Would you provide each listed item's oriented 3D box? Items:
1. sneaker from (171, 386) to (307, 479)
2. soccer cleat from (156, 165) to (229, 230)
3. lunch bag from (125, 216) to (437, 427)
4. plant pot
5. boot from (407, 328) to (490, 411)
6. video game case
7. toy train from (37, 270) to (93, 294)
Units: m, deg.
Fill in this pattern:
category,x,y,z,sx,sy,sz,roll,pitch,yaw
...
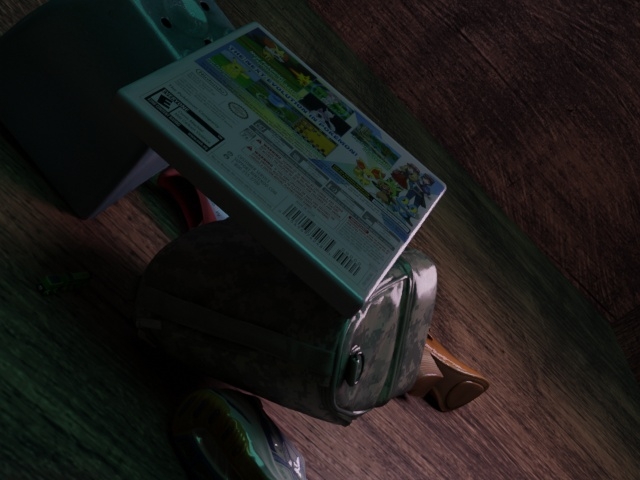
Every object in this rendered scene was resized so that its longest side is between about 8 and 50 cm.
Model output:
category,x,y,z,sx,sy,sz,roll,pitch,yaw
sneaker,-0.042,0.286,0.926,0.296,0.112,0.131,58,21,21
soccer cleat,-0.133,0.008,1.278,0.116,0.108,0.318,-22,75,-44
lunch bag,-0.044,0.089,1.012,0.305,0.213,0.256,17,9,26
plant pot,-0.248,-0.227,1.094,0.247,0.252,0.248,52,36,-8
boot,0.194,0.208,1.601,0.283,0.109,0.220,17,33,-44
video game case,-0.028,-0.099,0.951,0.329,0.036,0.300,41,37,1
toy train,-0.291,0.046,0.959,0.017,0.023,0.083,53,21,10
